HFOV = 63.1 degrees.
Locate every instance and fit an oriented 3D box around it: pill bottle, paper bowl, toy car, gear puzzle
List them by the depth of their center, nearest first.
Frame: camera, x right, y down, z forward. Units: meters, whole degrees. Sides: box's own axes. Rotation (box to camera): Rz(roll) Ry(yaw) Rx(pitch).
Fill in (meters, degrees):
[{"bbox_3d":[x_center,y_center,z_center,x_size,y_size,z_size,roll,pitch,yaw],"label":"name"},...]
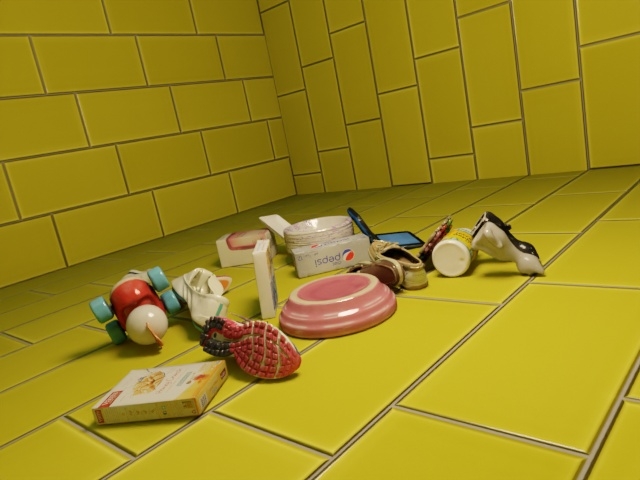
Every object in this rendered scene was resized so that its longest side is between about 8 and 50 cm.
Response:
[{"bbox_3d":[-0.501,0.238,1.502,0.219,0.210,0.238,-29,47,-19],"label":"toy car"},{"bbox_3d":[0.434,0.029,1.647,0.118,0.117,0.208,-4,13,29],"label":"pill bottle"},{"bbox_3d":[0.396,0.007,1.784,0.044,0.175,0.339,37,30,12],"label":"gear puzzle"},{"bbox_3d":[0.000,0.000,2.111,0.284,0.148,0.284,-11,11,2],"label":"paper bowl"}]

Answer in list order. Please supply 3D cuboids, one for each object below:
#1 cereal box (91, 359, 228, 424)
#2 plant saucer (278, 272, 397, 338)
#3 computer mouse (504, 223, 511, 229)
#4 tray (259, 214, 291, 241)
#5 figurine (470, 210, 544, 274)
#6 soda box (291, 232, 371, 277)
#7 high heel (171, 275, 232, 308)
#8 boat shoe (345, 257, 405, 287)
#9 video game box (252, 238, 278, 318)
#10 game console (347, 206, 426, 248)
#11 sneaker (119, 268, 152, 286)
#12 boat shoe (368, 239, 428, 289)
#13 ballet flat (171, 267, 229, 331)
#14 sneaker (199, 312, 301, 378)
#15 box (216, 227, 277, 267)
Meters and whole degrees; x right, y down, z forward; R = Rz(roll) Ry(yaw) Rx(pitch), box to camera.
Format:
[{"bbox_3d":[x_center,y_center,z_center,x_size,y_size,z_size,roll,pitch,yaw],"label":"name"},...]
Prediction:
[{"bbox_3d":[-0.343,0.327,1.135,0.240,0.047,0.173,-9,12,11],"label":"cereal box"},{"bbox_3d":[0.043,0.167,1.448,0.332,0.084,0.332,-11,11,2],"label":"plant saucer"},{"bbox_3d":[0.631,-0.034,1.948,0.242,0.041,0.071,-19,13,-36],"label":"computer mouse"},{"bbox_3d":[-0.141,-0.025,2.305,0.270,0.030,0.145,37,25,20],"label":"tray"},{"bbox_3d":[0.555,0.018,1.529,0.209,0.092,0.215,31,22,5],"label":"figurine"},{"bbox_3d":[0.042,0.055,1.935,0.286,0.098,0.091,-13,13,-9],"label":"soda box"},{"bbox_3d":[-0.441,0.176,1.862,0.244,0.082,0.117,-30,29,-20],"label":"high heel"},{"bbox_3d":[0.159,0.111,1.601,0.095,0.095,0.257,-18,2,-23],"label":"boat shoe"},{"bbox_3d":[-0.167,0.114,1.599,0.048,0.205,0.187,-8,12,-3],"label":"video game box"},{"bbox_3d":[0.257,-0.058,2.106,0.173,0.250,0.293,-36,12,2],"label":"game console"},{"bbox_3d":[-0.748,0.178,2.171,0.235,0.090,0.095,-7,25,36],"label":"sneaker"},{"bbox_3d":[0.241,0.053,1.631,0.105,0.089,0.285,-20,29,-20],"label":"boat shoe"},{"bbox_3d":[-0.362,0.160,1.621,0.139,0.139,0.400,-16,21,-21],"label":"ballet flat"},{"bbox_3d":[-0.153,0.241,1.228,0.299,0.120,0.112,11,-7,43],"label":"sneaker"},{"bbox_3d":[-0.325,0.029,2.327,0.232,0.126,0.148,-9,13,10],"label":"box"}]
